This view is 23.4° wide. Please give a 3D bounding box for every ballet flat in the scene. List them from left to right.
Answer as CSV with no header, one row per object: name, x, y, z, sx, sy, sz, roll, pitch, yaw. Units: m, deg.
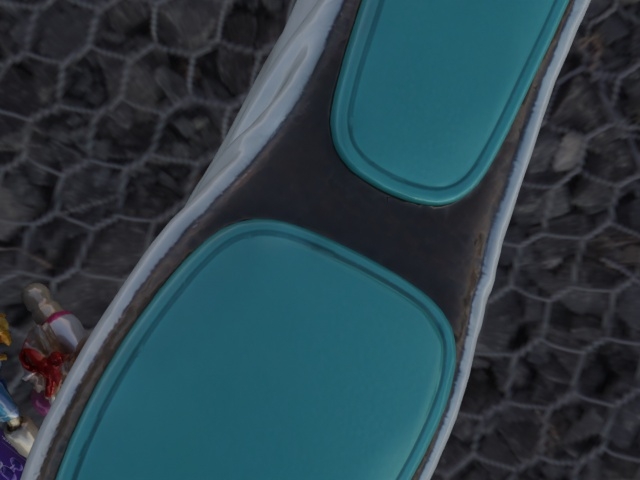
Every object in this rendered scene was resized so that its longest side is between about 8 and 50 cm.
ballet flat,0.000,0.000,0.607,0.139,0.139,0.400,25,78,0

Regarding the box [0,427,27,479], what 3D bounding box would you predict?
box,-0.269,0.224,1.147,0.103,0.184,0.261,-41,110,18

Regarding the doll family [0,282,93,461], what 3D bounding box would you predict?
doll family,-0.171,0.017,0.663,0.118,0.163,0.263,-35,86,-20
